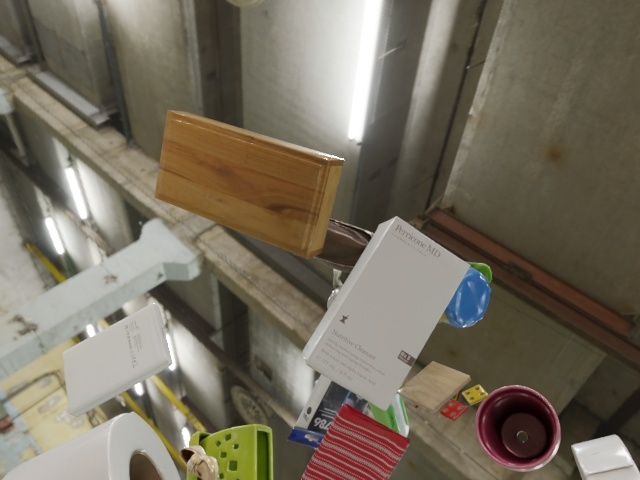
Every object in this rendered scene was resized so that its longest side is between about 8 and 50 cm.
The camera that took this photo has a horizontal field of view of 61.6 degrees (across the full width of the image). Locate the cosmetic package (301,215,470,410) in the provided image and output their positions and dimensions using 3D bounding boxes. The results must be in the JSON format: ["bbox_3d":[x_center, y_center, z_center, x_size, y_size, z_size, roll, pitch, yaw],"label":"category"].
[{"bbox_3d":[0.146,0.163,1.246,0.217,0.385,0.156,31,-7,-3],"label":"cosmetic package"}]

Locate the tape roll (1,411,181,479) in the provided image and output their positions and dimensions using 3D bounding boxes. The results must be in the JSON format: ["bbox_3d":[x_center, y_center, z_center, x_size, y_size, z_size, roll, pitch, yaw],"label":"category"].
[{"bbox_3d":[-0.310,0.395,0.760,0.246,0.169,0.246,63,-4,8],"label":"tape roll"}]

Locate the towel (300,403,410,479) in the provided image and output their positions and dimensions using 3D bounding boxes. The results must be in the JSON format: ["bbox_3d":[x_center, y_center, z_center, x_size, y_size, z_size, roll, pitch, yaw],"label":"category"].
[{"bbox_3d":[0.087,0.573,1.389,0.198,0.031,0.275,28,-74,4],"label":"towel"}]

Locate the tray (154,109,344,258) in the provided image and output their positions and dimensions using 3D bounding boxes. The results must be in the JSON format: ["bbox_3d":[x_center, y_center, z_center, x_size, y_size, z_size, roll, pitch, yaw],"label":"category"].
[{"bbox_3d":[-0.167,-0.128,1.146,0.410,0.076,0.203,20,-73,22],"label":"tray"}]

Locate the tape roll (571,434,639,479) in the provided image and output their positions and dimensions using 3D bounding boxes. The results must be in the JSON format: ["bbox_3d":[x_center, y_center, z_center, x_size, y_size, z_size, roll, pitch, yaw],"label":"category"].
[{"bbox_3d":[0.628,0.561,1.121,0.100,0.286,0.286,-20,-74,16],"label":"tape roll"}]

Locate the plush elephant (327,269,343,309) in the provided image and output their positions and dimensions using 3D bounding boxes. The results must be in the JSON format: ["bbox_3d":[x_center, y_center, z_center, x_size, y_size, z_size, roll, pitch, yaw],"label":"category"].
[{"bbox_3d":[0.137,0.221,1.780,0.329,0.272,0.255,-16,-32,23],"label":"plush elephant"}]

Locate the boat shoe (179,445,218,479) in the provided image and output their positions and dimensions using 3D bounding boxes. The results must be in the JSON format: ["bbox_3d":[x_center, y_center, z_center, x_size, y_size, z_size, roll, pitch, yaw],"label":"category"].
[{"bbox_3d":[-0.311,0.569,1.359,0.170,0.059,0.063,1,-102,56],"label":"boat shoe"}]

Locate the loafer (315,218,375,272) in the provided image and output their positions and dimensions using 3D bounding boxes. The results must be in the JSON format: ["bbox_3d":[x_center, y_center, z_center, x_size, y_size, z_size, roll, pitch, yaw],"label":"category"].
[{"bbox_3d":[0.000,0.000,1.518,0.365,0.134,0.130,13,-7,26],"label":"loafer"}]

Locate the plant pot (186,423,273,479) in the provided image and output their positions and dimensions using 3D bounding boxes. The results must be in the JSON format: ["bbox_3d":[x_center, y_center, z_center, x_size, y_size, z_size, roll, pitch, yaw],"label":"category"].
[{"bbox_3d":[-0.256,0.648,1.523,0.228,0.206,0.227,75,12,-67],"label":"plant pot"}]

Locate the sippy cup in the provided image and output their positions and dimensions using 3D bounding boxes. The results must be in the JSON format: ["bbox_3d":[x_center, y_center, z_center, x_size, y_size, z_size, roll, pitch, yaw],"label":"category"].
[{"bbox_3d":[0.360,0.146,1.567,0.240,0.306,0.224,44,-12,-30],"label":"sippy cup"}]

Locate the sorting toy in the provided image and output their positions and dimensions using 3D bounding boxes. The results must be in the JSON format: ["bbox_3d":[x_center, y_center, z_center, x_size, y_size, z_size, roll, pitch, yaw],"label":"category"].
[{"bbox_3d":[0.286,0.368,1.303,0.274,0.132,0.046,8,-54,60],"label":"sorting toy"}]

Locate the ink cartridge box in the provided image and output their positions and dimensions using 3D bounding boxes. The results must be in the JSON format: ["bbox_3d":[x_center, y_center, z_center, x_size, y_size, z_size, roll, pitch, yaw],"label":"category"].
[{"bbox_3d":[0.053,0.454,1.525,0.165,0.333,0.065,27,1,-32],"label":"ink cartridge box"}]

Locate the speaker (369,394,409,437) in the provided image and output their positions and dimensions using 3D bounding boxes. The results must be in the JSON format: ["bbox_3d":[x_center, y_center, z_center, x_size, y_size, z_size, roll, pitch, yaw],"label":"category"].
[{"bbox_3d":[0.241,0.598,1.929,0.131,0.131,0.297,18,-44,41],"label":"speaker"}]

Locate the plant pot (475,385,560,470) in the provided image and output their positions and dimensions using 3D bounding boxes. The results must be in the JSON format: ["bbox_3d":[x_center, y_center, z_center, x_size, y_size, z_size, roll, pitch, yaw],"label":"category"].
[{"bbox_3d":[0.518,0.493,1.391,0.201,0.201,0.180,25,-11,35],"label":"plant pot"}]

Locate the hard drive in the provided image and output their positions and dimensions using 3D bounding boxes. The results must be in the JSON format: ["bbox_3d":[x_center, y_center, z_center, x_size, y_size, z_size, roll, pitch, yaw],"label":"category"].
[{"bbox_3d":[-0.664,0.383,1.747,0.233,0.352,0.047,63,2,35],"label":"hard drive"}]
